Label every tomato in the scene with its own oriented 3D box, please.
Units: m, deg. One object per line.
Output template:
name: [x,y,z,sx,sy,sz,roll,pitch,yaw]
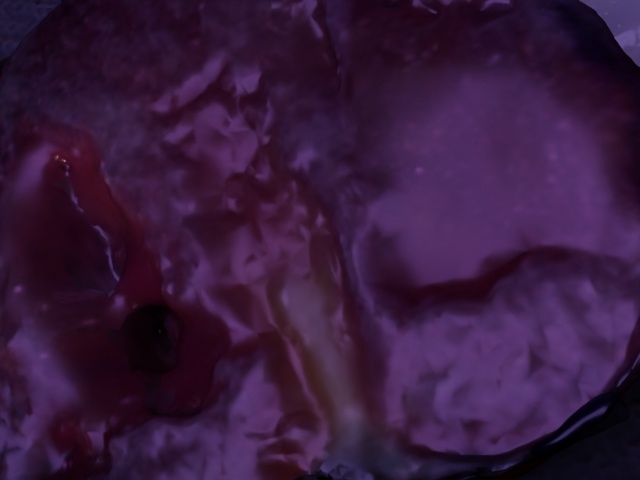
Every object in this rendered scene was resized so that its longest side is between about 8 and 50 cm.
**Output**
tomato: [0.005,-0.001,0.584,0.334,0.176,0.290,-23,68,16]

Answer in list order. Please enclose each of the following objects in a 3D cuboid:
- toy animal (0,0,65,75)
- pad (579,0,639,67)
toy animal: [-0.209,-0.026,0.758,0.343,0.106,0.168,-44,67,19]
pad: [0.106,-0.079,0.650,0.232,0.004,0.156,-21,67,24]
